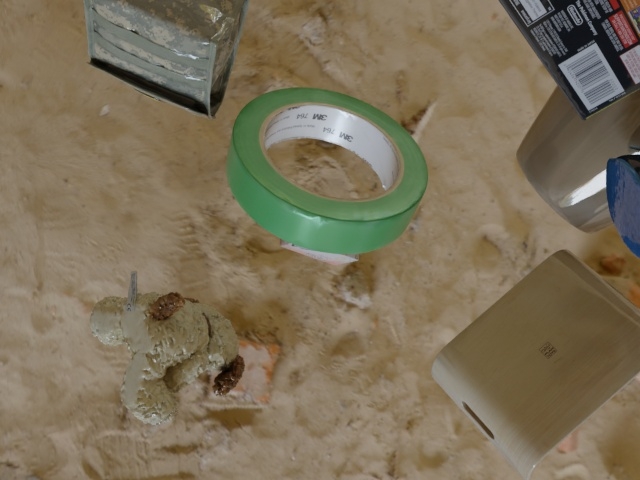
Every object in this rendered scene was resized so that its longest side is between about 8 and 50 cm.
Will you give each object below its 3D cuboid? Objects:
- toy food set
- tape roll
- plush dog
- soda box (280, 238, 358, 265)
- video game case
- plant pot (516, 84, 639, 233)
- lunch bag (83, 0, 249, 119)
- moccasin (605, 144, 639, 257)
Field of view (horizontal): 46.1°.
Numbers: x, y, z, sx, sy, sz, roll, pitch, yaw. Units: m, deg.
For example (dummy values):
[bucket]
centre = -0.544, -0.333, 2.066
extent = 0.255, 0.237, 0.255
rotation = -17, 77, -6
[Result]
[toy food set]
centre = 0.350, 0.180, 1.146
extent = 0.306, 0.220, 0.092
rotation = -41, 146, -2
[tape roll]
centre = 0.011, -0.121, 1.217
extent = 0.321, 0.321, 0.077
rotation = -3, 139, -22
[plush dog]
centre = -0.241, 0.167, 1.323
extent = 0.210, 0.262, 0.225
rotation = -47, 149, 21
[soda box]
centre = 0.000, 0.000, 1.482
extent = 0.183, 0.063, 0.058
rotation = 20, 62, -50
[video game case]
centre = 0.349, -0.279, 0.830
extent = 0.248, 0.035, 0.275
rotation = -29, 137, 26
[plant pot]
centre = 0.473, -0.170, 1.183
extent = 0.323, 0.323, 0.280
rotation = 32, 122, -22
[lunch bag]
centre = -0.273, -0.336, 1.310
extent = 0.235, 0.287, 0.169
rotation = 24, 61, -2
[moccasin]
centre = 0.432, -0.027, 0.868
extent = 0.117, 0.342, 0.138
rotation = -12, 109, 4
